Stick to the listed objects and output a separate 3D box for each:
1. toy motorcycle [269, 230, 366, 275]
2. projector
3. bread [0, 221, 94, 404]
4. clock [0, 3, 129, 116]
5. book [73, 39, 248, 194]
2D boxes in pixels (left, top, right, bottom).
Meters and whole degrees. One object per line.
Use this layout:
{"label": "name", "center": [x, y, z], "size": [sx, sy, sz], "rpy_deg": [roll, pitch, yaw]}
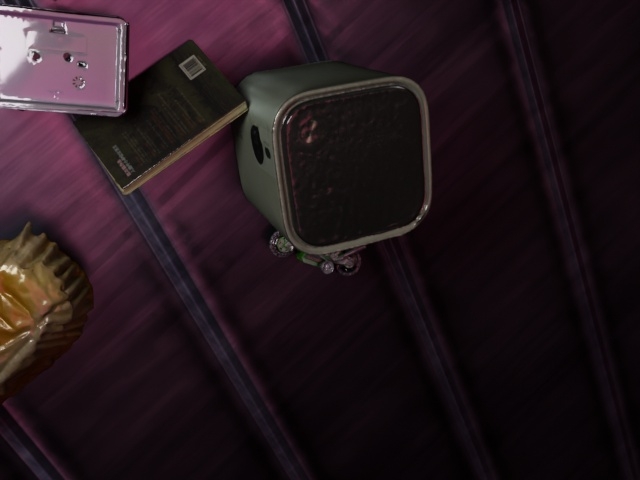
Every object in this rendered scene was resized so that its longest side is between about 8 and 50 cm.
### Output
{"label": "toy motorcycle", "center": [0.000, 0.000, 1.314], "size": [0.190, 0.074, 0.106], "rpy_deg": [18, 94, -27]}
{"label": "projector", "center": [0.011, -0.144, 1.155], "size": [0.248, 0.249, 0.248], "rpy_deg": [-14, 113, -17]}
{"label": "bread", "center": [-0.537, 0.157, 1.102], "size": [0.389, 0.183, 0.236], "rpy_deg": [-31, 103, -2]}
{"label": "clock", "center": [-0.373, -0.254, 1.029], "size": [0.194, 0.073, 0.144], "rpy_deg": [3, 102, -13]}
{"label": "book", "center": [-0.246, -0.192, 1.096], "size": [0.228, 0.160, 0.024], "rpy_deg": [-37, 159, -5]}
